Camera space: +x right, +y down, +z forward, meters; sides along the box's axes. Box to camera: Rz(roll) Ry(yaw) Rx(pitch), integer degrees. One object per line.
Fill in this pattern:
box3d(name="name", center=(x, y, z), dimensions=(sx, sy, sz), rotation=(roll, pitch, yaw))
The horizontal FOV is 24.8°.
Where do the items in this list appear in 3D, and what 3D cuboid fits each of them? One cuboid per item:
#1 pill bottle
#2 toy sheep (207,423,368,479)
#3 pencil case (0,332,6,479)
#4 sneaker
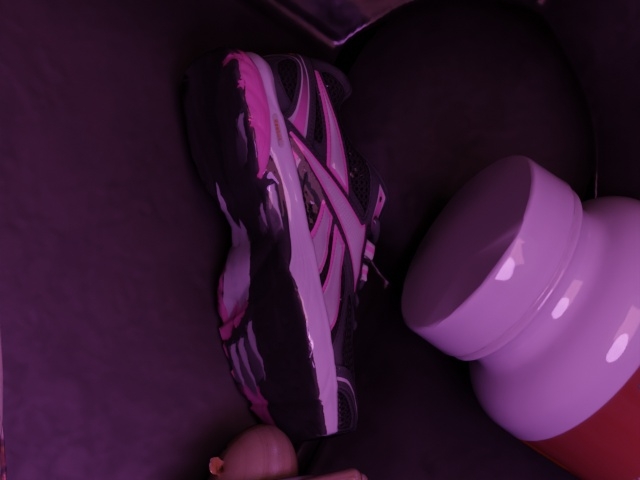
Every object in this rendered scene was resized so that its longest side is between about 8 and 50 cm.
box3d(name="pill bottle", center=(0.148, 0.057, 0.664), dimensions=(0.216, 0.121, 0.121), rotation=(34, 75, -17))
box3d(name="toy sheep", center=(-0.017, 0.142, 0.610), dimensions=(0.091, 0.091, 0.132), rotation=(-5, 74, -23))
box3d(name="pencil case", center=(-0.183, 0.007, 0.509), dimensions=(0.183, 0.160, 0.410), rotation=(-8, 90, -10))
box3d(name="sneaker", center=(0.000, 0.000, 0.637), dimensions=(0.077, 0.072, 0.178), rotation=(-13, 98, -33))
